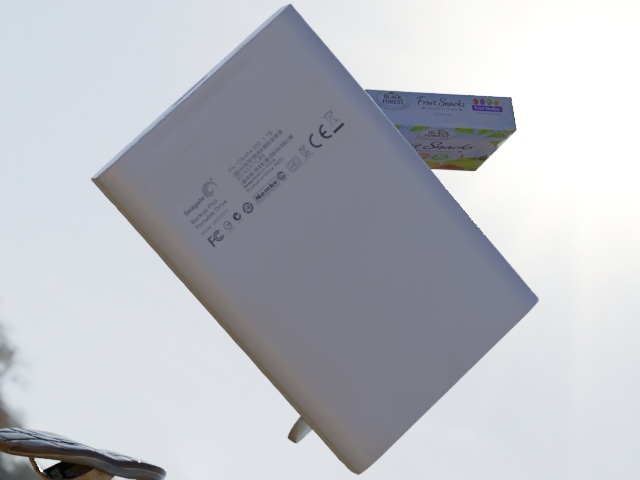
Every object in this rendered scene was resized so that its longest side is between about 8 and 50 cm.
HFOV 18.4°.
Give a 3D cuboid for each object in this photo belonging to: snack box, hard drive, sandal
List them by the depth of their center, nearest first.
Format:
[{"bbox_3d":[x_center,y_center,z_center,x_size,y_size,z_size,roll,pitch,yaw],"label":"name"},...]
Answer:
[{"bbox_3d":[0.000,0.000,1.584,0.319,0.210,0.040,49,-12,-11],"label":"hard drive"},{"bbox_3d":[0.091,-0.097,1.762,0.141,0.037,0.100,1,-21,-18],"label":"snack box"},{"bbox_3d":[-0.224,0.213,1.840,0.180,0.049,0.072,20,-4,-37],"label":"sandal"}]

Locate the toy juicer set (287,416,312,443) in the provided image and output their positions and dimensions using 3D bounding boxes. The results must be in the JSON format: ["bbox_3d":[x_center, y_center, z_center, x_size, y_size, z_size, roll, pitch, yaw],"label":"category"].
[{"bbox_3d":[0.021,0.012,1.928,0.089,0.209,0.329,13,-71,38],"label":"toy juicer set"}]
